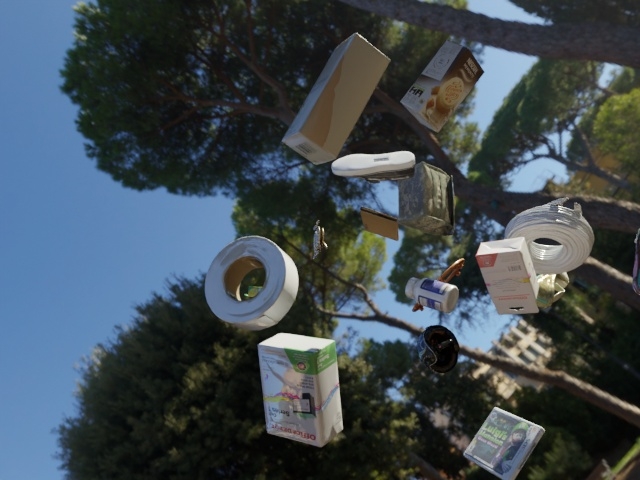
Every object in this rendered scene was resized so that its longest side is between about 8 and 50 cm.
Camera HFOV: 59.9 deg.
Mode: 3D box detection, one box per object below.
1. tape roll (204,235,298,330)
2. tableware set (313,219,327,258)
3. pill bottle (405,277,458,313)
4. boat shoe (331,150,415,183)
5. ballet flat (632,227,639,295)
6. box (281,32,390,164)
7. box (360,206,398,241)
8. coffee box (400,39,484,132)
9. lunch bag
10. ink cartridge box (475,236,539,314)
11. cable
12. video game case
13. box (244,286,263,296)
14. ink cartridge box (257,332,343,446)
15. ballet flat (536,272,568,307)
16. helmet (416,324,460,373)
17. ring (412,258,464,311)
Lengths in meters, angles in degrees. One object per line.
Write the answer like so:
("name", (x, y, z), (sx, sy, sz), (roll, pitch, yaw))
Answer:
("tape roll", (-0.214, 0.134, 1.731), (0.286, 0.286, 0.100), (-47, -31, -3))
("tableware set", (0.000, 0.000, 2.135), (0.039, 0.128, 0.194), (1, -9, -6))
("pill bottle", (0.434, 0.208, 2.177), (0.112, 0.186, 0.112), (-23, -60, -46))
("boat shoe", (0.193, -0.253, 2.019), (0.301, 0.108, 0.102), (-6, -49, 5))
("ballet flat", (0.827, 0.032, 1.406), (0.079, 0.076, 0.222), (42, -120, -82))
("box", (0.040, -0.365, 1.455), (0.121, 0.148, 0.311), (32, -103, -19))
("box", (0.255, -0.068, 2.367), (0.021, 0.164, 0.201), (-64, -19, -18))
("coffee box", (0.396, -0.499, 1.803), (0.141, 0.098, 0.247), (29, -79, -47))
("lunch bag", (0.457, -0.159, 2.259), (0.287, 0.168, 0.236), (14, -110, -41))
("ink cartridge box", (0.493, 0.096, 1.445), (0.067, 0.115, 0.198), (-51, -56, -47))
("cable", (0.701, 0.004, 1.711), (0.257, 0.257, 0.089), (46, -134, -27))
("video game case", (0.510, 0.568, 1.557), (0.022, 0.190, 0.173), (45, -105, -17))
("box", (-0.195, 0.204, 2.130), (0.105, 0.179, 0.043), (22, -112, -57))
("ink cartridge box", (-0.058, 0.422, 1.590), (0.117, 0.201, 0.278), (-18, -74, -55))
("ballet flat", (0.862, 0.155, 2.073), (0.348, 0.123, 0.123), (-31, -35, -49))
("helmet", (0.452, 0.423, 2.145), (0.169, 0.169, 0.162), (-32, -37, -24))
("ring", (0.546, 0.213, 2.542), (0.336, 0.032, 0.337), (-40, -19, -17))
